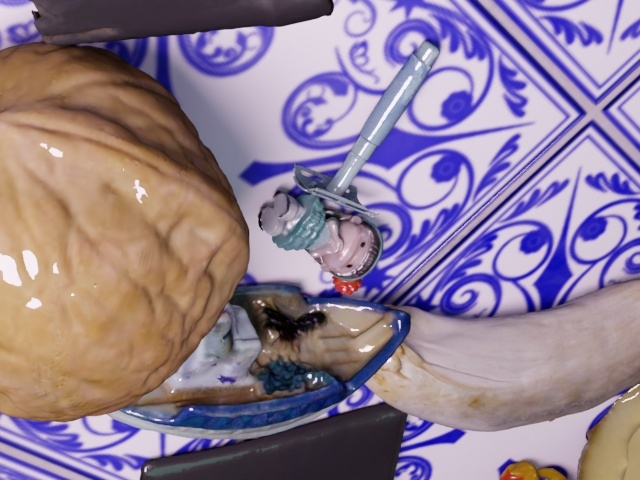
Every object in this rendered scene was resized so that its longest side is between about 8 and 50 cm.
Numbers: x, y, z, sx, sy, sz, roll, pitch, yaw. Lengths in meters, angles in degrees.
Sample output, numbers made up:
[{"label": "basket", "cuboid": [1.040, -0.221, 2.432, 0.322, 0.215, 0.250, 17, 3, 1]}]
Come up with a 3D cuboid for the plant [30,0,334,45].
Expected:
[{"label": "plant", "cuboid": [-0.059, -0.201, 0.743, 0.256, 0.142, 0.164, -20, 136, 4]}]

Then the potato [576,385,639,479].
[{"label": "potato", "cuboid": [0.381, 0.275, 1.349, 0.242, 0.285, 0.242, 6, 165, 2]}]

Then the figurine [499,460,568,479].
[{"label": "figurine", "cuboid": [0.178, 0.274, 1.333, 0.176, 0.121, 0.122, 12, 93, -24]}]

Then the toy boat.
[{"label": "toy boat", "cuboid": [-0.050, 0.077, 1.000, 0.262, 0.114, 0.115, -1, 140, -34]}]

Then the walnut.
[{"label": "walnut", "cuboid": [-0.155, -0.007, 0.804, 0.228, 0.228, 0.228, -15, 133, -16]}]

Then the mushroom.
[{"label": "mushroom", "cuboid": [0.189, 0.095, 1.173, 0.351, 0.095, 0.123, -5, 110, -25]}]

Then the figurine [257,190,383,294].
[{"label": "figurine", "cuboid": [0.000, 0.000, 1.014, 0.106, 0.047, 0.060, 26, 96, -37]}]

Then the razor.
[{"label": "razor", "cuboid": [0.043, -0.084, 0.975, 0.068, 0.040, 0.135, 20, 112, -39]}]

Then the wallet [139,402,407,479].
[{"label": "wallet", "cuboid": [-0.041, 0.211, 1.193, 0.244, 0.025, 0.124, -9, 131, -21]}]
